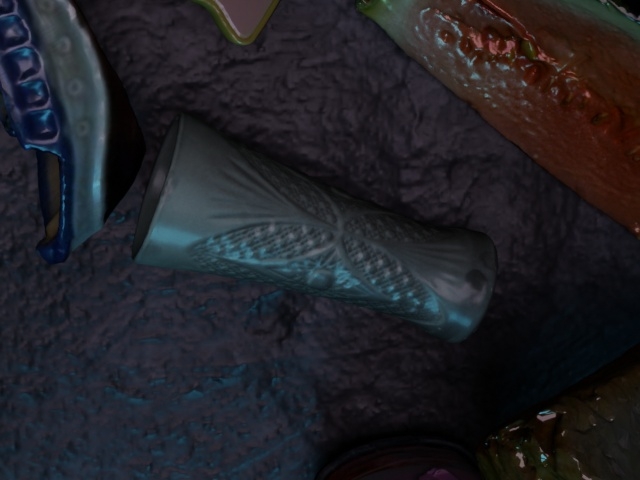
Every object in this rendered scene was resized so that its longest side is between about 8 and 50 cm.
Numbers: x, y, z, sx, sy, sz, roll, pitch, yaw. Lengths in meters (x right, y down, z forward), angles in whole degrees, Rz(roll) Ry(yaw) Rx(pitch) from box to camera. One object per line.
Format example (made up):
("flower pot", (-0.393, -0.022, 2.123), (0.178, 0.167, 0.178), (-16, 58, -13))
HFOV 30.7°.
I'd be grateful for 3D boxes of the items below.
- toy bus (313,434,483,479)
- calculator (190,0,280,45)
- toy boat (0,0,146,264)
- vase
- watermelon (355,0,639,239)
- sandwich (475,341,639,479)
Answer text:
("toy bus", (0.069, 0.291, 0.779), (0.127, 0.147, 0.303), (-6, 104, -12))
("calculator", (-0.064, -0.238, 0.660), (0.157, 0.033, 0.236), (20, 80, -25))
("toy boat", (-0.194, -0.108, 0.661), (0.115, 0.114, 0.262), (-33, 109, -12))
("vase", (0.000, 0.000, 0.729), (0.219, 0.096, 0.096), (18, 100, -14))
("watermelon", (0.190, -0.109, 0.708), (0.303, 0.128, 0.159), (37, 96, -13))
("sandwich", (0.289, 0.153, 0.708), (0.325, 0.131, 0.262), (-28, 81, -25))
